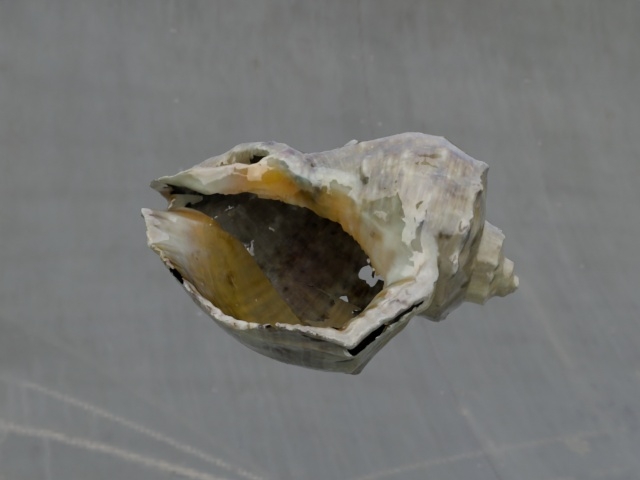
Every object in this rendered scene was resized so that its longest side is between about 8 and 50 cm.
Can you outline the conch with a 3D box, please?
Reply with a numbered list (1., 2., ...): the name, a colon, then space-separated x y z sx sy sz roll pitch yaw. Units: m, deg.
1. conch: 0.000 0.000 0.507 0.207 0.130 0.155 18 19 6
